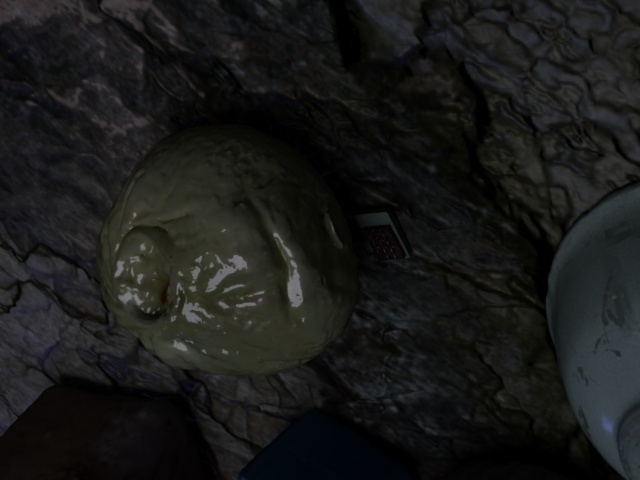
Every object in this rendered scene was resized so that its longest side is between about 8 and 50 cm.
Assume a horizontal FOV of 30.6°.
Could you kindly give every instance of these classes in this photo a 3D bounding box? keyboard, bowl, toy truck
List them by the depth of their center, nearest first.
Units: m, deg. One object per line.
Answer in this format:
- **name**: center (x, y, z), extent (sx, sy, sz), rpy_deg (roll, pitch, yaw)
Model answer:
- **bowl**: center (0.292, 0.118, 0.850), extent (0.313, 0.146, 0.313), rpy_deg (19, 136, 20)
- **keyboard**: center (0.000, 0.000, 1.038), extent (0.166, 0.017, 0.055), rpy_deg (-5, 123, 37)
- **toy truck**: center (-0.017, 0.359, 1.268), extent (0.162, 0.161, 0.385), rpy_deg (35, 139, 21)

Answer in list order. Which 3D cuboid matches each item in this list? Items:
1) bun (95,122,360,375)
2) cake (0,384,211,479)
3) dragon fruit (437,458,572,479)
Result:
- **bun**: center (-0.087, 0.025, 0.999), extent (0.244, 0.153, 0.244), rpy_deg (17, 125, 27)
- **cake**: center (-0.254, 0.349, 1.357), extent (0.237, 0.230, 0.309), rpy_deg (8, 130, 31)
- **dragon fruit**: center (0.128, 0.349, 1.064), extent (0.204, 0.221, 0.283), rpy_deg (32, 129, 26)
